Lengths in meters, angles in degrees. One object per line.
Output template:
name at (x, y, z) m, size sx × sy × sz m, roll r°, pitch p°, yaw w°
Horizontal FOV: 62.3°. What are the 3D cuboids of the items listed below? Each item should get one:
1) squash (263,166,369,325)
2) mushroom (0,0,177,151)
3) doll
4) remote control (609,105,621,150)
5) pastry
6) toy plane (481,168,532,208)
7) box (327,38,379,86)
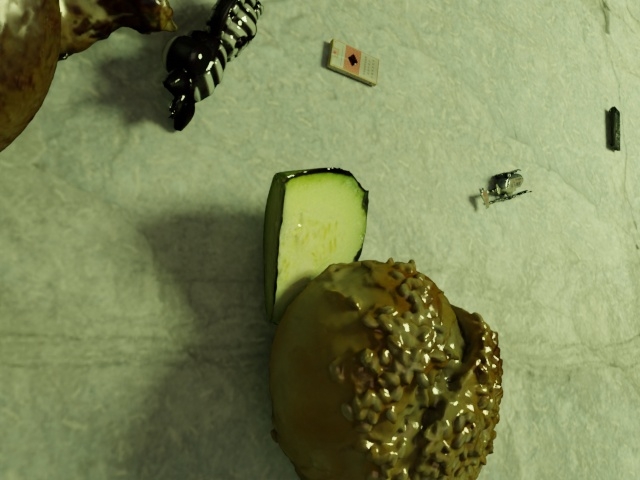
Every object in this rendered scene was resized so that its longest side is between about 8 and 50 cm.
squash at (-0.021, -0.006, 0.669) m, size 0.184 × 0.085 × 0.192 m, roll -14°, pitch 117°, yaw -52°
mushroom at (-0.372, -0.223, 0.472) m, size 0.334 × 0.356 × 0.331 m, roll -43°, pitch 105°, yaw 10°
doll at (-0.135, -0.237, 0.654) m, size 0.067 × 0.091 × 0.219 m, roll 25°, pitch 67°, yaw 4°
remote control at (0.596, -0.225, 1.073) m, size 0.034 × 0.016 × 0.091 m, roll 22°, pitch 69°, yaw -39°
pastry at (0.094, 0.175, 0.603) m, size 0.284 × 0.184 × 0.315 m, roll -46°, pitch 113°, yaw -29°
toy plane at (0.306, -0.088, 0.883) m, size 0.121 × 0.031 × 0.049 m, roll -17°, pitch 95°, yaw -32°
box at (0.050, -0.268, 0.799) m, size 0.083 × 0.012 × 0.046 m, roll 15°, pitch 73°, yaw -24°
